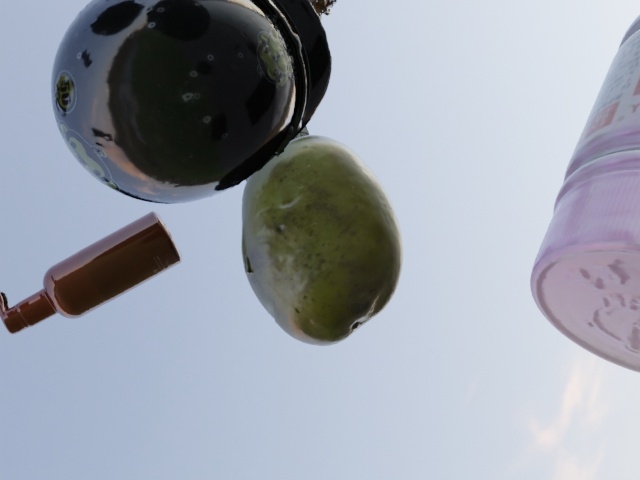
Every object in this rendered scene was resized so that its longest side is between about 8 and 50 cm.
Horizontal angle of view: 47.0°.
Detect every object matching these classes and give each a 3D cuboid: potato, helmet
[{"bbox_3d":[-0.002,0.000,0.874,0.197,0.228,0.148,-32,-12,-16],"label":"potato"},{"bbox_3d":[-0.132,-0.139,0.698,0.160,0.279,0.230,-74,-37,-64],"label":"helmet"}]

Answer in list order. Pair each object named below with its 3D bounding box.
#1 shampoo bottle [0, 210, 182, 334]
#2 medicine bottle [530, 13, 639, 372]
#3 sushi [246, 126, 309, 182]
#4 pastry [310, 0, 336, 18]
[{"bbox_3d":[-0.308,0.049,0.982,0.244,0.085,0.085,-27,-54,-10],"label":"shampoo bottle"},{"bbox_3d":[0.329,-0.057,0.658,0.315,0.202,0.202,-59,-42,-28],"label":"medicine bottle"},{"bbox_3d":[-0.083,-0.143,1.226,0.193,0.040,0.210,-9,-102,-48],"label":"sushi"},{"bbox_3d":[-0.074,-0.426,1.085,0.275,0.193,0.274,40,-148,-31],"label":"pastry"}]
